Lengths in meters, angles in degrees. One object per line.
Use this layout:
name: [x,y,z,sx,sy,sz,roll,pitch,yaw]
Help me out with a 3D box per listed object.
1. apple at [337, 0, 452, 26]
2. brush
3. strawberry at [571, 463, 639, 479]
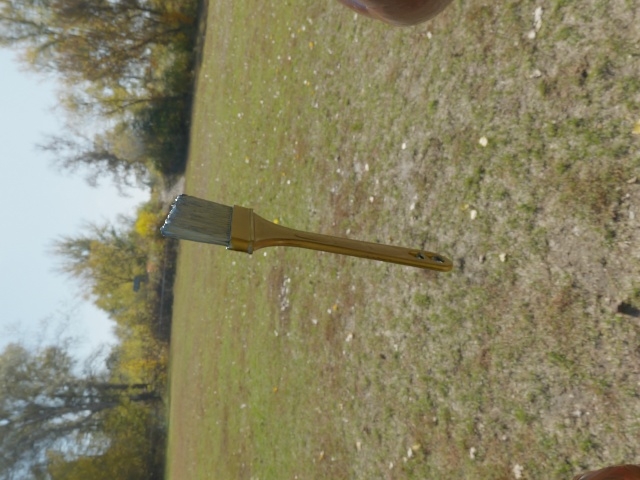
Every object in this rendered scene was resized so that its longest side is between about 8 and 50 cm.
apple: [0.077,-0.425,0.575,0.235,0.306,0.305,-59,27,19]
brush: [0.000,0.000,0.424,0.103,0.272,0.013,-113,35,-67]
strawberry: [0.248,0.263,0.238,0.288,0.250,0.238,65,157,16]
